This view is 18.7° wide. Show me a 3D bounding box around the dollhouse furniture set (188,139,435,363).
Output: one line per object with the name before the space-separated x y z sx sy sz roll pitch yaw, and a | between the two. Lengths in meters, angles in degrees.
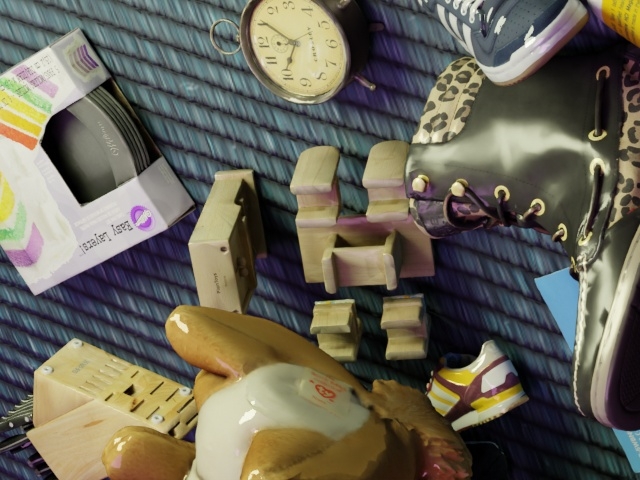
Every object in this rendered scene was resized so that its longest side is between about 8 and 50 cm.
dollhouse furniture set | 0.000 0.000 2.062 0.242 0.161 0.212 -4 117 11

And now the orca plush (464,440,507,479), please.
orca plush | 0.086 0.310 2.184 0.287 0.102 0.151 -16 107 39

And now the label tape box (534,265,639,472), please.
label tape box | 0.365 0.111 1.867 0.334 0.106 0.240 -23 98 40

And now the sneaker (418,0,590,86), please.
sneaker | 0.135 -0.230 1.720 0.099 0.282 0.153 -42 105 1

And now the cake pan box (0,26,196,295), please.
cake pan box | -0.298 -0.087 2.224 0.267 0.070 0.245 -23 105 40

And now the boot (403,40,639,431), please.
boot | 0.214 -0.019 1.776 0.284 0.138 0.377 2 74 38

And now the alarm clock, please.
alarm clock | -0.031 -0.207 1.973 0.192 0.064 0.129 4 119 29

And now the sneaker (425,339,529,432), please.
sneaker | 0.141 0.165 2.093 0.185 0.069 0.084 -28 84 40

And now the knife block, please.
knife block | -0.278 0.256 2.405 0.276 0.088 0.242 21 128 21

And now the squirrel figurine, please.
squirrel figurine | -0.049 0.302 1.998 0.281 0.397 0.370 52 123 42

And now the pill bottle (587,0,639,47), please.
pill bottle | 0.344 -0.222 1.618 0.334 0.188 0.188 38 132 22
